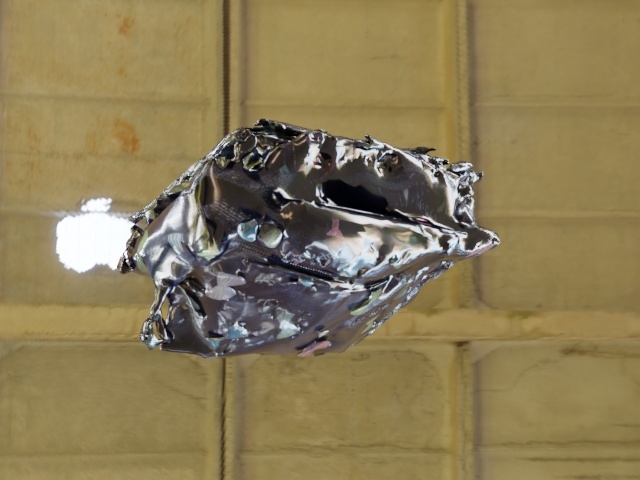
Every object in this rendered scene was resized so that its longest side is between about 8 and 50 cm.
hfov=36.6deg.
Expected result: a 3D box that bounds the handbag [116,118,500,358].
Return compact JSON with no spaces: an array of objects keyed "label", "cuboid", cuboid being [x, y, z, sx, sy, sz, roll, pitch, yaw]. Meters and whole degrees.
[{"label":"handbag","cuboid":[0.000,0.000,0.623,0.260,0.162,0.113,6,-124,-47]}]
